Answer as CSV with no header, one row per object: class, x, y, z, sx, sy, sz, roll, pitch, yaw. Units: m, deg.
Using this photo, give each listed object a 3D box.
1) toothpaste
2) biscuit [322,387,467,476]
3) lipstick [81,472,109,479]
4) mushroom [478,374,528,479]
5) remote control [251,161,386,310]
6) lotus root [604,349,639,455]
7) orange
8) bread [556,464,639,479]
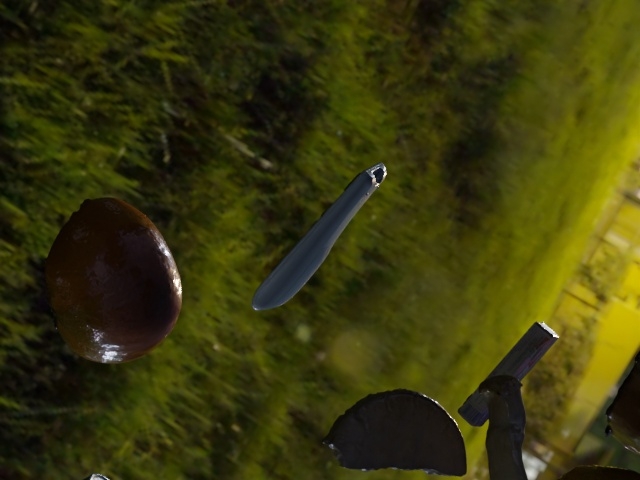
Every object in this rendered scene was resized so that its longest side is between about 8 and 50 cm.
toothpaste,0.296,0.212,1.752,0.196,0.040,0.047,-51,157,11
biscuit,0.137,0.315,1.818,0.038,0.290,0.141,12,-90,61
lipstick,-0.366,0.376,1.347,0.274,0.068,0.061,-34,132,14
mushroom,0.256,0.280,1.536,0.054,0.059,0.202,37,46,-45
remote control,-0.001,-0.001,1.713,0.293,0.051,0.103,-51,173,22
lotus root,0.604,0.238,1.648,0.316,0.250,0.316,-40,155,-23
orange,-0.393,0.095,2.145,0.274,0.274,0.310,-46,166,-45
bread,0.407,0.437,1.574,0.240,0.240,0.139,-55,168,-19
